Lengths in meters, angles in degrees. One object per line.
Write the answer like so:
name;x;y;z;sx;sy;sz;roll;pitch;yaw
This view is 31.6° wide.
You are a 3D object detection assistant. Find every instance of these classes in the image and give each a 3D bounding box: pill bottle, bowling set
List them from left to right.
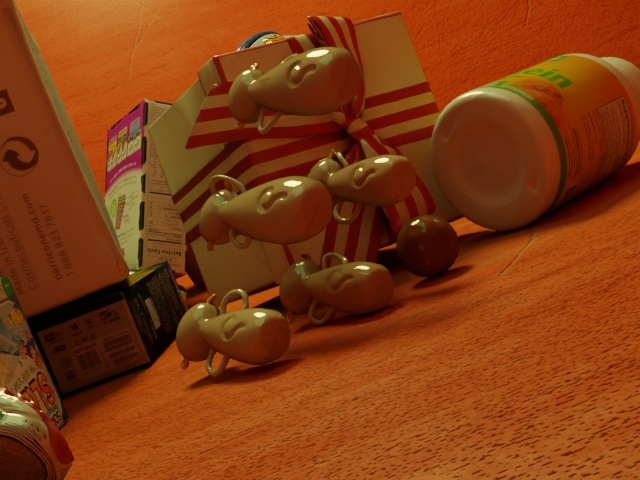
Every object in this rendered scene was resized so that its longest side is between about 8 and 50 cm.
bowling set;0.000;0.000;0.959;0.200;0.287;0.154;28;-18;-34
pill bottle;0.232;-0.109;1.125;0.136;0.136;0.246;-16;7;46

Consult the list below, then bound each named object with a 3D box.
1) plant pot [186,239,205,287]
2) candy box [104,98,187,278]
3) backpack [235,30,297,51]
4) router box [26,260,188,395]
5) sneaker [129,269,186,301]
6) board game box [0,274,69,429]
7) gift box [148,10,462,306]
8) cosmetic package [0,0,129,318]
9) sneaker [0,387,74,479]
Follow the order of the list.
plant pot;-0.163;-0.037;1.724;0.205;0.187;0.205;-22;5;2
candy box;-0.238;-0.056;1.536;0.071;0.233;0.159;7;-13;-28
backpack;-0.050;-0.150;1.534;0.213;0.263;0.276;10;35;15
router box;-0.312;0.124;1.224;0.309;0.081;0.243;-21;5;4
sneaker;-0.238;0.091;1.458;0.097;0.084;0.235;9;-12;-27
board game box;-0.256;0.106;0.862;0.035;0.136;0.201;-22;6;3
gift box;-0.022;-0.066;1.164;0.276;0.255;0.258;-25;-1;-30
cosmetic package;-0.422;-0.056;1.241;0.328;0.329;0.394;-23;5;-9
sneaker;-0.251;0.160;0.682;0.225;0.088;0.092;-20;25;13
